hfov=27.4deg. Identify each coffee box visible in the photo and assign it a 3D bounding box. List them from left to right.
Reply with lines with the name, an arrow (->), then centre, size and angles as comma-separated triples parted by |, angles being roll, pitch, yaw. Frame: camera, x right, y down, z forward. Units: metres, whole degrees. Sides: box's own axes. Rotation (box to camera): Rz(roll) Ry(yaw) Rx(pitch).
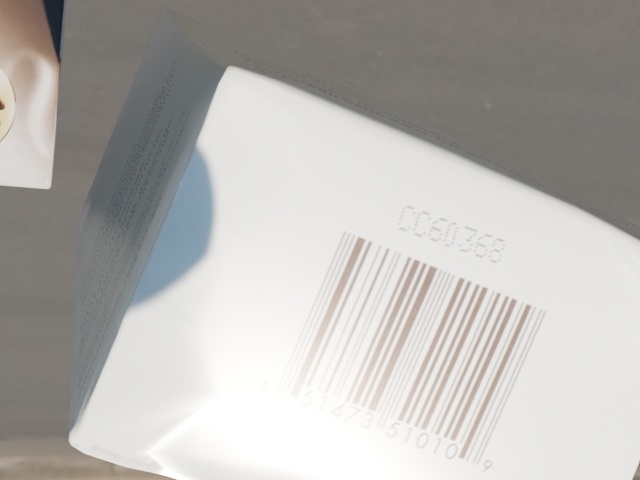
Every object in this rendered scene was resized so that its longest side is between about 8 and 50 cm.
coffee box -> -0.273, -0.191, 0.981 | 0.168, 0.119, 0.297 | 5, 133, -12

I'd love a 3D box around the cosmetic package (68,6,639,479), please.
cosmetic package -> 0.000, 0.000, 0.652 | 0.217, 0.156, 0.385 | 22, -173, -12
